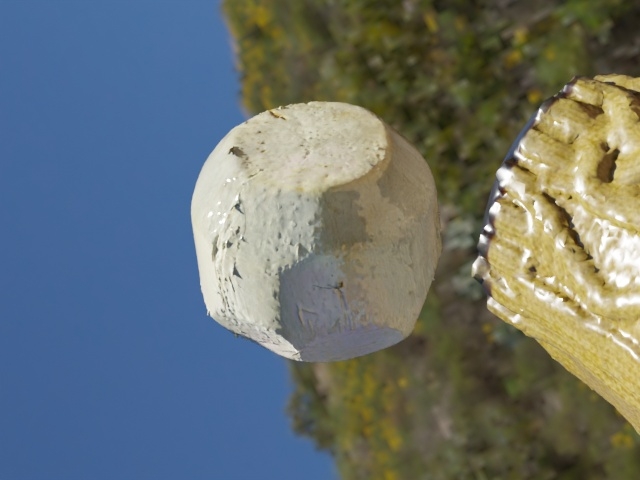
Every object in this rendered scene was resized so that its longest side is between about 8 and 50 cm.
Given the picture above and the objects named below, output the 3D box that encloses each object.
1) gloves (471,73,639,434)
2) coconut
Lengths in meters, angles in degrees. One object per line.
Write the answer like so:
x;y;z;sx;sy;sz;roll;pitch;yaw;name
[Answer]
0.232;0.042;0.846;0.356;0.203;0.155;26;178;25;gloves
-0.003;0.001;1.226;0.161;0.161;0.162;-91;-3;-53;coconut
